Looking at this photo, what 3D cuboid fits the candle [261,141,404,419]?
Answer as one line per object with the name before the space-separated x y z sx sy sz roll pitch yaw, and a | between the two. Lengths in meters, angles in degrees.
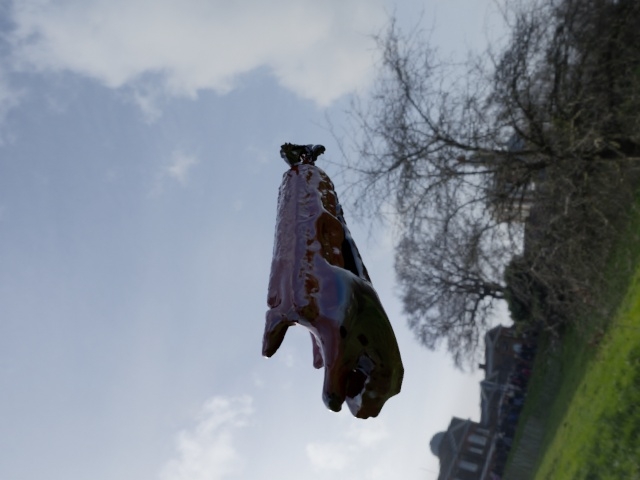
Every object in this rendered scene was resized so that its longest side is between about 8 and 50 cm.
candle | 0.000 0.000 0.413 0.302 0.084 0.059 -97 29 -53
